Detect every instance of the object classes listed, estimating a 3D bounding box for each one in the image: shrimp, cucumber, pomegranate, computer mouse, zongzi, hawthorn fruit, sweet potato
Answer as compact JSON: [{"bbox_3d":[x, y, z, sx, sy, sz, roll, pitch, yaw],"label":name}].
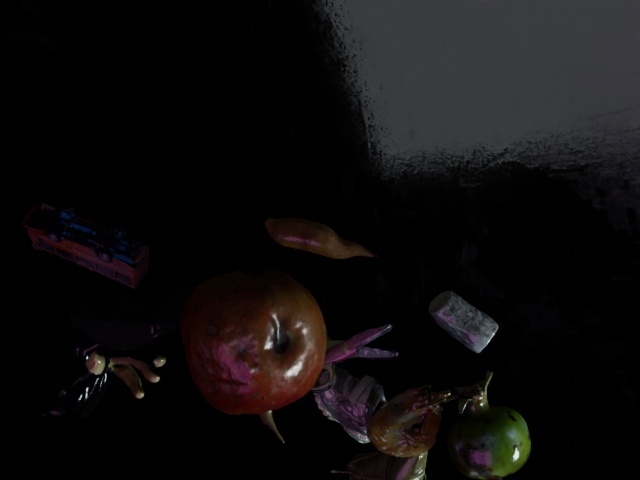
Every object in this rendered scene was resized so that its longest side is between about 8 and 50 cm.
[{"bbox_3d":[0.164,0.313,1.799,0.115,0.051,0.217,32,131,-11],"label":"shrimp"},{"bbox_3d":[0.230,0.129,1.676,0.112,0.064,0.064,38,135,-3],"label":"cucumber"},{"bbox_3d":[0.278,0.330,1.768,0.148,0.148,0.169,-29,104,41],"label":"pomegranate"},{"bbox_3d":[-0.347,0.149,1.938,0.270,0.137,0.086,-1,122,30],"label":"computer mouse"},{"bbox_3d":[0.120,0.402,1.974,0.189,0.081,0.178,18,113,32],"label":"zongzi"},{"bbox_3d":[-0.117,0.172,1.763,0.258,0.258,0.261,21,113,10],"label":"hawthorn fruit"},{"bbox_3d":[0.000,0.000,1.693,0.195,0.056,0.056,19,134,5],"label":"sweet potato"}]

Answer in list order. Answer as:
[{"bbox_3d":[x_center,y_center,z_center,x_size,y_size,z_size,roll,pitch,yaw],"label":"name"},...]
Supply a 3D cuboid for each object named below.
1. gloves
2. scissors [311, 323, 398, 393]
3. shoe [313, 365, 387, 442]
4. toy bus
[{"bbox_3d":[-0.439,0.259,2.059,0.301,0.197,0.152,-21,82,21],"label":"gloves"},{"bbox_3d":[0.046,0.192,1.818,0.187,0.020,0.133,-14,86,25],"label":"scissors"},{"bbox_3d":[0.067,0.291,1.876,0.092,0.089,0.180,-24,116,41],"label":"shoe"},{"bbox_3d":[-0.431,0.009,1.912,0.235,0.073,0.096,20,141,10],"label":"toy bus"}]
